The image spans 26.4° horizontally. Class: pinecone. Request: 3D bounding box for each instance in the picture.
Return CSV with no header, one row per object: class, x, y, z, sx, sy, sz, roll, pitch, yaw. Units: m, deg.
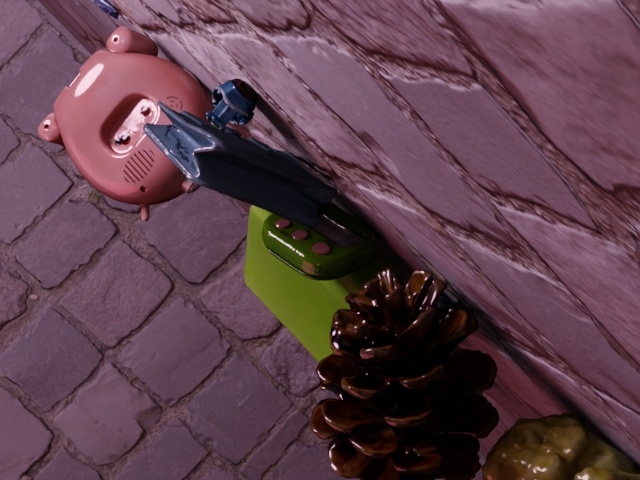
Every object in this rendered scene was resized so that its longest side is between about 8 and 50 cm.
pinecone,0.107,0.173,1.680,0.244,0.244,0.309,41,144,40

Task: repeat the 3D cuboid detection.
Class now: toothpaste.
toothpaste,0.161,0.083,1.754,0.037,0.021,0.140,39,170,13
toothpaste,-0.353,-0.382,2.165,0.083,0.019,0.027,40,158,6

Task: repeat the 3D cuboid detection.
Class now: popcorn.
popcorn,0.306,0.322,1.643,0.256,0.195,0.255,42,165,25

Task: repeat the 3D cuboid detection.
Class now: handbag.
handbag,-0.102,-0.102,1.757,0.229,0.062,0.179,21,-166,-41

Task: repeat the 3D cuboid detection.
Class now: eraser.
eraser,0.001,0.055,1.939,0.274,0.092,0.210,44,142,36

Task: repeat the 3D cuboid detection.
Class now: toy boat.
toy boat,-0.113,-0.165,1.690,0.060,0.061,0.137,45,176,-10

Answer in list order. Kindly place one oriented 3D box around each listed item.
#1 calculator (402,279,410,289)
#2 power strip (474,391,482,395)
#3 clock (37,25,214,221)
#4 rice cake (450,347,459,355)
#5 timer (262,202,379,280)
calculator,0.088,0.142,1.849,0.034,0.190,0.127,37,172,38
power strip,0.195,0.271,2.246,0.054,0.168,0.253,39,174,-16
clock,-0.268,-0.162,2.026,0.241,0.227,0.142,43,-170,12
rice cake,0.138,0.132,2.185,0.256,0.057,0.052,44,177,9
timer,0.000,0.000,1.802,0.140,0.128,0.047,33,130,33
